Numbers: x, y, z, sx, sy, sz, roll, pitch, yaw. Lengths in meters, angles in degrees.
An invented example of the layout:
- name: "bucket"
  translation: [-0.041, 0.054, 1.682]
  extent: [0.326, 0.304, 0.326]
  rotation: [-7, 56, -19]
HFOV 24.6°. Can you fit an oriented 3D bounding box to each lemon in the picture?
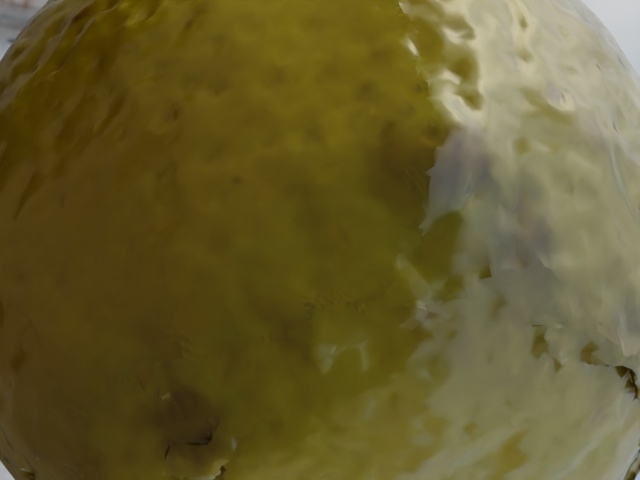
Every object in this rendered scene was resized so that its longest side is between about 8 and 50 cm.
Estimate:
- name: "lemon"
  translation: [0.000, 0.000, 0.700]
  extent: [0.349, 0.350, 0.387]
  rotation: [121, -33, -41]
